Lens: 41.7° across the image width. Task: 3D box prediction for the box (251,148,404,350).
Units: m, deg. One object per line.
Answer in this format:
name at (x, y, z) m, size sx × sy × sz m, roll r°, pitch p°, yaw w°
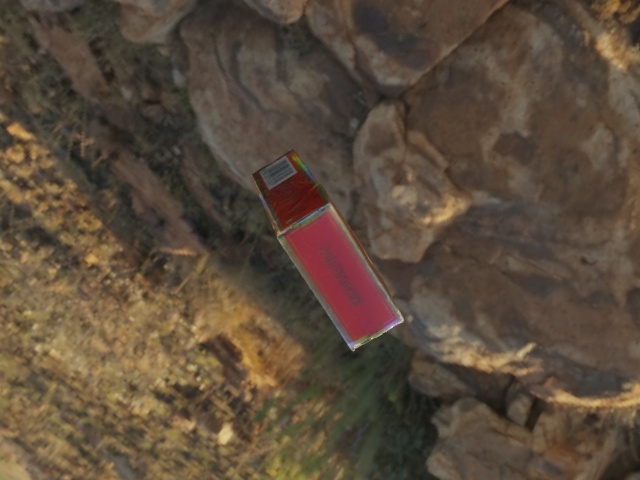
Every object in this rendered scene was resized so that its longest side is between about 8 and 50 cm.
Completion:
box at (0.001, -0.001, 0.667) m, size 0.112 × 0.048 × 0.175 m, roll 58°, pitch -179°, yaw -22°
